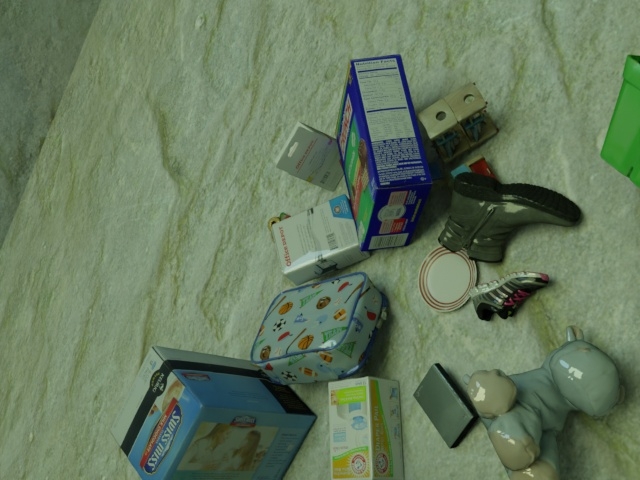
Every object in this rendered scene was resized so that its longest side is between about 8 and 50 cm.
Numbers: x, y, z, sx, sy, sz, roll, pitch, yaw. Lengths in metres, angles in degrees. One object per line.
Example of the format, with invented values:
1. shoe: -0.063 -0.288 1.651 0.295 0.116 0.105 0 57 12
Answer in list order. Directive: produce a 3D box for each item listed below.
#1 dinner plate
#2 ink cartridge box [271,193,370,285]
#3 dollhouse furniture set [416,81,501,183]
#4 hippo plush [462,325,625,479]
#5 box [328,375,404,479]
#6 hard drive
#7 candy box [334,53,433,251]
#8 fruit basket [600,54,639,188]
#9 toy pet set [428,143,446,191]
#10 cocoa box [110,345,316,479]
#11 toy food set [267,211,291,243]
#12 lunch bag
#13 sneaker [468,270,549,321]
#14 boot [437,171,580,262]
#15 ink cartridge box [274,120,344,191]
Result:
1. dinner plate: 0.259 0.076 1.537 0.141 0.017 0.141 -16 65 40
2. ink cartridge box: 0.000 0.000 1.718 0.190 0.082 0.140 -23 60 13
3. dollhouse furniture set: 0.301 -0.186 1.489 0.129 0.129 0.184 -31 63 11
4. hippo plush: 0.390 0.282 1.244 0.236 0.294 0.234 -26 77 5
5. box: 0.091 0.388 1.535 0.114 0.103 0.203 -17 66 40
6. hard drive: 0.240 0.318 1.458 0.135 0.022 0.094 55 132 39
7. candy box: 0.123 -0.180 1.582 0.268 0.122 0.317 99 164 -62
8. fruit basket: 0.657 -0.190 1.097 0.392 0.282 0.392 2 92 54
9. toy pet set: 0.214 -0.157 1.620 0.122 0.065 0.114 -37 54 30
10. cocoa box: -0.231 0.403 1.664 0.228 0.347 0.231 37 103 43
11. toy food set: -0.099 -0.029 1.907 0.082 0.020 0.083 -26 60 35
12. lunch bag: 0.002 0.187 1.643 0.303 0.115 0.243 -15 38 38
13. sneaker: 0.354 0.108 1.408 0.170 0.063 0.075 -24 61 42
14. boot: 0.355 -0.028 1.436 0.246 0.083 0.161 16 120 19
15. ink cartridge box: -0.024 -0.201 1.766 0.067 0.198 0.115 42 106 42
